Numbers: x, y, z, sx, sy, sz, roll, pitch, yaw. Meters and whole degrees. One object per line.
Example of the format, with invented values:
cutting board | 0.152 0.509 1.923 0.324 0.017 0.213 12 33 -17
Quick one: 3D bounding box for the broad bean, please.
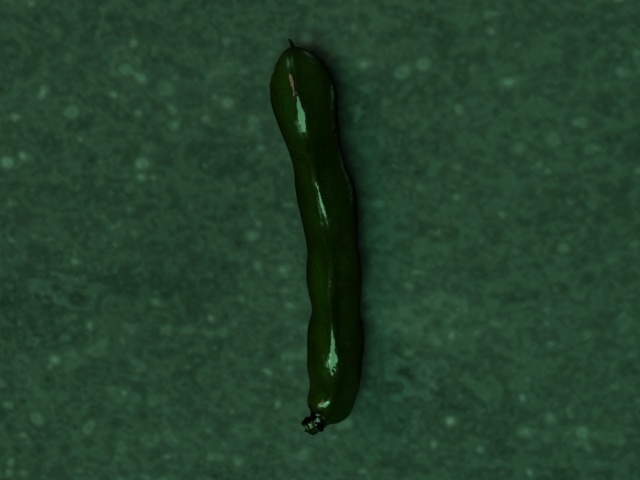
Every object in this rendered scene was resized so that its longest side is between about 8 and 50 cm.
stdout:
broad bean | 0.001 -0.001 1.164 0.053 0.052 0.256 -12 109 -24
